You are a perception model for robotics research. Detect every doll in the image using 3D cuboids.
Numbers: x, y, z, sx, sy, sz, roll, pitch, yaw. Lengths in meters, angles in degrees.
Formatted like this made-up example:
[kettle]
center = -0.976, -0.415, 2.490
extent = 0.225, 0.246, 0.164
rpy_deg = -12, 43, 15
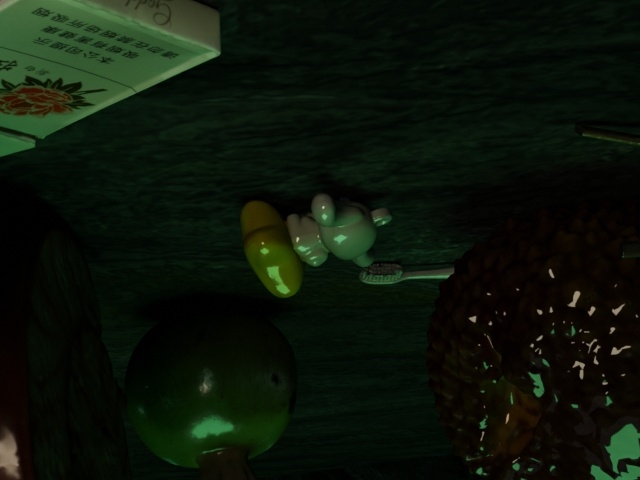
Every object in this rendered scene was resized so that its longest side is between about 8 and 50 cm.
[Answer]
[doll]
center = -0.002, -0.002, 0.882
extent = 0.113, 0.072, 0.135
rpy_deg = -8, 161, -12

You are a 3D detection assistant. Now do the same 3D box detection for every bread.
[bread]
center = -0.222, 0.153, 0.875
extent = 0.114, 0.328, 0.295
rpy_deg = -9, -175, 1

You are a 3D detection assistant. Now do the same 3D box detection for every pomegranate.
[pomegranate]
center = -0.107, 0.179, 1.211
extent = 0.186, 0.225, 0.187
rpy_deg = -9, 152, -5

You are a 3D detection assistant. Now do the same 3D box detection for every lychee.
[lychee]
center = 0.217, 0.087, 0.930
extent = 0.267, 0.268, 0.267
rpy_deg = -3, 165, -1

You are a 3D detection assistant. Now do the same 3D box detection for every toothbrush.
[toothbrush]
center = 0.164, 0.028, 1.102
extent = 0.257, 0.018, 0.024
rpy_deg = 0, 158, -7

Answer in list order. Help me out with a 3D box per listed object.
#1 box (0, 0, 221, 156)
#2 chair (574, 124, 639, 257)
[box]
center = -0.155, -0.088, 0.598
extent = 0.198, 0.029, 0.109
rpy_deg = -17, 159, 39
[chair]
center = 0.282, -0.042, 0.742
extent = 0.221, 0.104, 0.095
rpy_deg = 7, 145, -24
